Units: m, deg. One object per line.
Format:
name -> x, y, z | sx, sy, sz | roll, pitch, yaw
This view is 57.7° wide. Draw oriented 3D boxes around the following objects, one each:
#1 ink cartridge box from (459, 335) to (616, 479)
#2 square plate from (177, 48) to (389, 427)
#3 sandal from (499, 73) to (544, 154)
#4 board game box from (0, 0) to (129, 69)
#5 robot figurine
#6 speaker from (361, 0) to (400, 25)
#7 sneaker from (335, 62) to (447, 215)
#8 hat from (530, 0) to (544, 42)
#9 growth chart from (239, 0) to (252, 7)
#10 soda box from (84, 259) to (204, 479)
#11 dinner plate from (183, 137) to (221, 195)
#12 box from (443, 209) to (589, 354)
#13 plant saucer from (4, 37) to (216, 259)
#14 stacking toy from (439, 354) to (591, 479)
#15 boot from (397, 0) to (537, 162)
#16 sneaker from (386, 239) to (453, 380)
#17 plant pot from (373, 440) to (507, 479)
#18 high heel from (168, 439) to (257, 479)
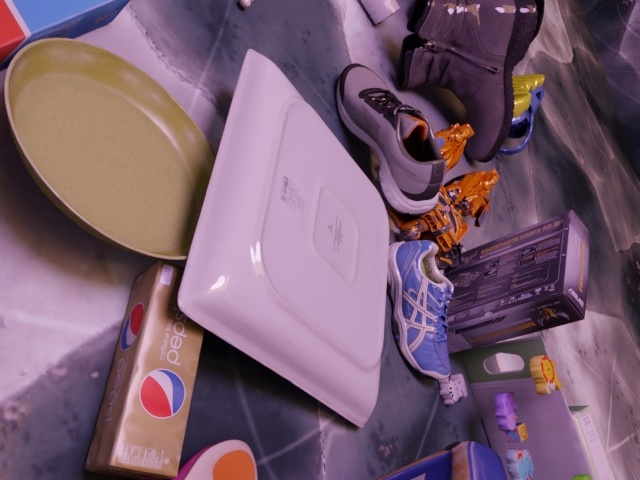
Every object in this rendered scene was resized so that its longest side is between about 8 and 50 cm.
ink cartridge box -> 0.319, 0.262, 0.878 | 0.056, 0.171, 0.234 | -10, 80, -35
square plate -> 0.000, 0.000, 0.689 | 0.344, 0.049, 0.347 | 46, 41, -43
sandal -> 0.437, -0.294, 1.323 | 0.317, 0.126, 0.138 | -44, 129, -49
board game box -> -0.348, -0.301, 0.491 | 0.316, 0.064, 0.242 | 53, 42, -17
robot figurine -> 0.209, -0.083, 0.984 | 0.211, 0.085, 0.291 | 55, 41, -13
speaker -> 0.086, -0.463, 1.049 | 0.136, 0.055, 0.055 | 54, 42, -15
sneaker -> 0.110, -0.171, 0.856 | 0.100, 0.108, 0.271 | -13, 60, -24
hat -> 0.269, -0.464, 1.145 | 0.134, 0.331, 0.331 | -35, 102, -10
growth chart -> -0.157, -0.428, 0.794 | 0.237, 0.021, 0.171 | 41, 48, -27
soda box -> -0.149, 0.114, 0.517 | 0.058, 0.061, 0.181 | 26, 55, -31
dinner plate -> -0.099, -0.058, 0.690 | 0.141, 0.017, 0.141 | 22, 58, -41
box -> 0.284, 0.067, 0.886 | 0.056, 0.231, 0.183 | 47, 43, -18
plant saucer -> -0.186, -0.080, 0.551 | 0.241, 0.037, 0.240 | 40, 31, -31
stacking toy -> 0.273, 0.283, 0.823 | 0.052, 0.167, 0.221 | -5, 77, -47
boot -> 0.246, -0.296, 1.084 | 0.223, 0.338, 0.118 | -6, 37, -9
sneaker -> 0.151, 0.098, 0.840 | 0.080, 0.081, 0.211 | -10, 81, -51
plant pot -> 0.111, 0.332, 0.534 | 0.212, 0.236, 0.236 | 63, 11, 8
high heel -> -0.139, 0.252, 0.488 | 0.082, 0.117, 0.244 | 60, 20, -5
